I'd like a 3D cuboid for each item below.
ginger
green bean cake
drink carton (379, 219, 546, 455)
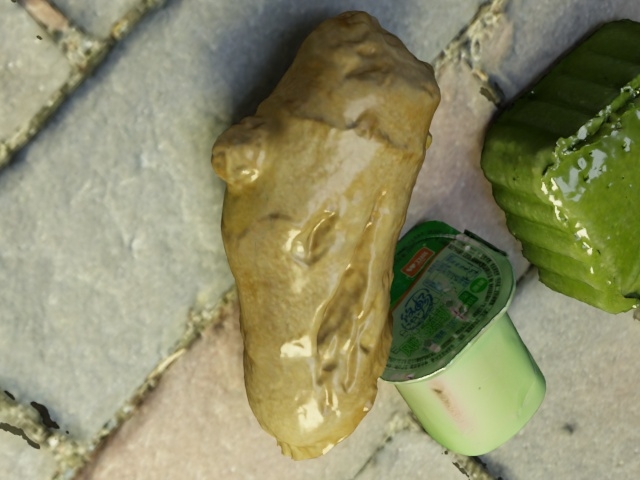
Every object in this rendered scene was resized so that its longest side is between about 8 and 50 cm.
[{"bbox_3d":[0.000,0.000,1.261,0.190,0.126,0.354,-5,105,-35],"label":"ginger"},{"bbox_3d":[0.262,-0.062,1.407,0.214,0.113,0.200,-42,122,-14],"label":"green bean cake"},{"bbox_3d":[0.112,0.093,1.356,0.146,0.144,0.142,-43,128,-12],"label":"drink carton"}]
